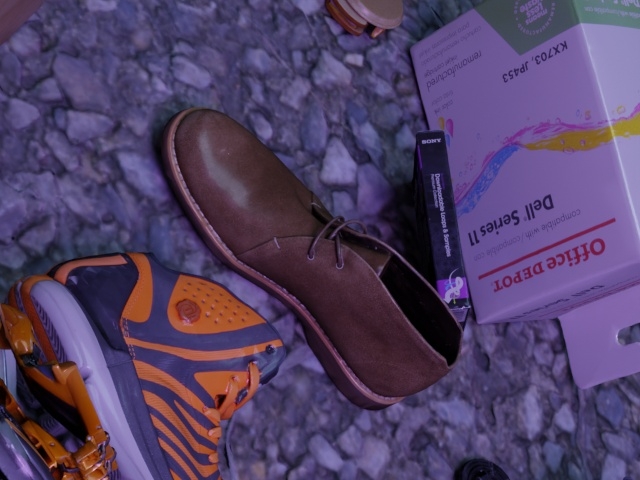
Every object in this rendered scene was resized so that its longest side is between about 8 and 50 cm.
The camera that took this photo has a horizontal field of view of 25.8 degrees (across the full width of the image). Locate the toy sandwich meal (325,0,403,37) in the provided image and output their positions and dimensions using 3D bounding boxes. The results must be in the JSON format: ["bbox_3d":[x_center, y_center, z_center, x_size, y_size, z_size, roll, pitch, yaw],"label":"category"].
[{"bbox_3d":[0.042,-0.225,1.318,0.086,0.029,0.085,24,47,-28],"label":"toy sandwich meal"}]

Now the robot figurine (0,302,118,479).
[{"bbox_3d":[-0.217,0.058,0.852,0.085,0.211,0.291,-34,75,-15],"label":"robot figurine"}]

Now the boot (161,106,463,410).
[{"bbox_3d":[0.000,0.000,1.130,0.305,0.115,0.112,48,52,-10],"label":"boot"}]

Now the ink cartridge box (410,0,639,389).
[{"bbox_3d":[0.224,-0.051,1.265,0.119,0.207,0.353,-1,72,-40],"label":"ink cartridge box"}]

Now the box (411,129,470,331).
[{"bbox_3d":[0.103,-0.001,1.216,0.029,0.116,0.162,-7,71,-1],"label":"box"}]

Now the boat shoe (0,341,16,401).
[{"bbox_3d":[-0.231,0.096,0.957,0.035,0.035,0.100,2,77,-41],"label":"boat shoe"}]

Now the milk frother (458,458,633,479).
[{"bbox_3d":[0.203,0.233,1.175,0.143,0.135,0.129,54,17,-11],"label":"milk frother"}]

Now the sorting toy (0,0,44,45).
[{"bbox_3d":[-0.272,-0.203,0.925,0.089,0.255,0.257,29,49,4],"label":"sorting toy"}]

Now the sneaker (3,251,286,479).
[{"bbox_3d":[-0.085,0.149,0.989,0.180,0.125,0.321,-17,83,-41],"label":"sneaker"}]
